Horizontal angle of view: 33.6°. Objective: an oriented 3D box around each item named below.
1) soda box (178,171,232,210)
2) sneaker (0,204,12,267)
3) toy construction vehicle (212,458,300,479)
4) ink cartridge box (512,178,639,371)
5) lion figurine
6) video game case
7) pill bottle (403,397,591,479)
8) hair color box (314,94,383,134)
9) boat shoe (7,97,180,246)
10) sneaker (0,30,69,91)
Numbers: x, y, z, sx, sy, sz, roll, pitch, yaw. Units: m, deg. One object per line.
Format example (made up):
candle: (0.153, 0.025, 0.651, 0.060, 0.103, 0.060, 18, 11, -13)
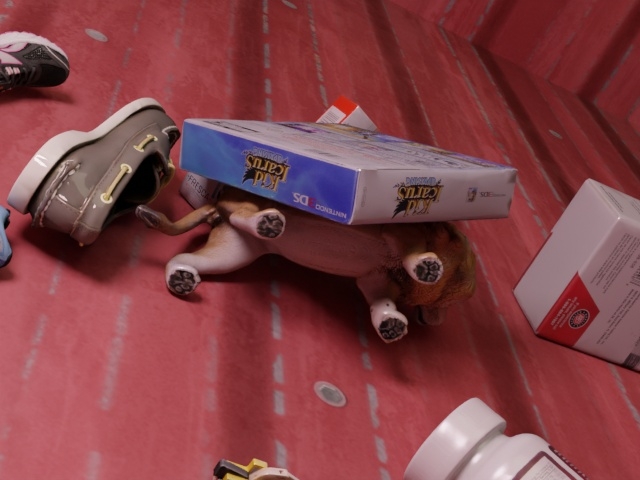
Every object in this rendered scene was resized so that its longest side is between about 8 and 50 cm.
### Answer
soda box: (-0.079, -0.066, 1.275, 0.058, 0.063, 0.183, 44, 27, 29)
sneaker: (-0.320, -0.026, 0.955, 0.073, 0.063, 0.162, 33, 19, -46)
toy construction vehicle: (-0.050, 0.205, 0.812, 0.098, 0.035, 0.086, 22, 25, -18)
ink cartridge box: (0.434, 0.063, 1.437, 0.273, 0.197, 0.114, 21, 25, -21)
lion figurine: (0.000, 0.000, 1.151, 0.392, 0.142, 0.240, 21, 18, -10)
video game case: (0.027, -0.076, 1.129, 0.244, 0.061, 0.269, -5, 18, -43)
pill bottle: (0.184, 0.243, 0.898, 0.221, 0.121, 0.121, 40, 26, 22)
hair color box: (0.054, -0.095, 1.364, 0.167, 0.093, 0.053, 44, 1, -36)
boat shoe: (-0.206, -0.070, 1.086, 0.091, 0.109, 0.305, 36, 22, 1)
sneaker: (-0.372, -0.192, 1.207, 0.178, 0.072, 0.077, 1, 48, -34)
